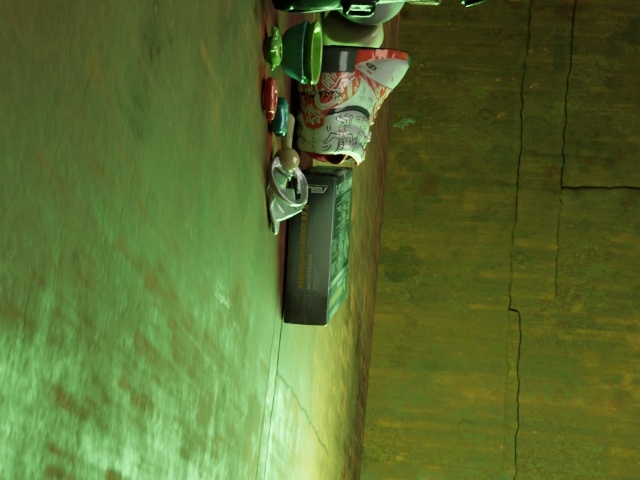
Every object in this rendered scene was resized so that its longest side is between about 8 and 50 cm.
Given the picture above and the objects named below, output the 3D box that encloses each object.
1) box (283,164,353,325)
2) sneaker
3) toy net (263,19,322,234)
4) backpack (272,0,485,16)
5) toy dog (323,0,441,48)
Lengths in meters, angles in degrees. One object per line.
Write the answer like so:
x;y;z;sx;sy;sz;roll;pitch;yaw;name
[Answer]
0.000;0.000;1.610;0.231;0.056;0.183;-42;136;-80;box
0.038;-0.172;1.585;0.270;0.090;0.145;-20;115;-67;sneaker
-0.031;-0.115;1.336;0.122;0.045;0.232;-64;157;-73;toy net
0.066;-0.420;1.158;0.355;0.290;0.273;75;11;-51;backpack
0.093;-0.409;1.720;0.220;0.161;0.334;72;23;-73;toy dog
